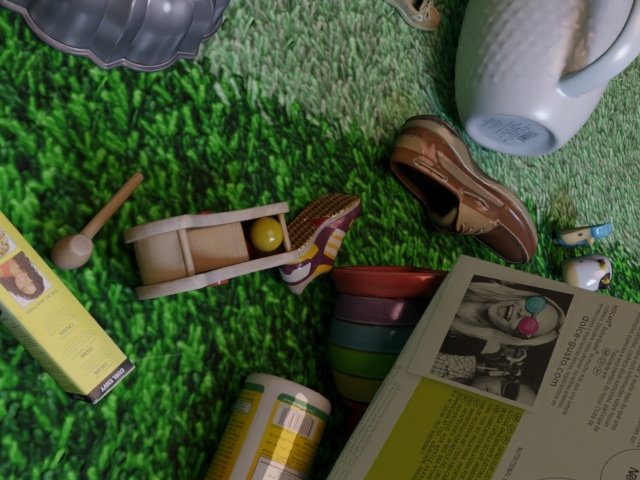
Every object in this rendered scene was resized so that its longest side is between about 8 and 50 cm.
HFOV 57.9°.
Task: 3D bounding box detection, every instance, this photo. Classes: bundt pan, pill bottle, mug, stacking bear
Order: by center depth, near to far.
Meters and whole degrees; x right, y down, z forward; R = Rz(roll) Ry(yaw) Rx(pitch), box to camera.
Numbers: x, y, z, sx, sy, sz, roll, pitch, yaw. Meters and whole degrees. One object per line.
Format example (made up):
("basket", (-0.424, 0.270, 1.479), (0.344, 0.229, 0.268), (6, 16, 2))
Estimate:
("bundt pan", (-0.232, -0.377, 0.685), (0.331, 0.124, 0.330), (6, 79, -36))
("pill bottle", (-0.073, 0.276, 0.695), (0.118, 0.118, 0.208), (34, 64, -27))
("stacking bear", (0.092, 0.183, 0.813), (0.165, 0.175, 0.288), (1, 91, -17))
("mug", (0.397, -0.334, 0.983), (0.276, 0.374, 0.327), (22, 79, -20))

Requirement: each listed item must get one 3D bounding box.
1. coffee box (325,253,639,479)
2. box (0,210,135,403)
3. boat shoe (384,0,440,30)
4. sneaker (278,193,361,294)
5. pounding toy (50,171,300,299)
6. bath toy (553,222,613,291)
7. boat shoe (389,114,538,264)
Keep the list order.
("coffee box", (0.269, 0.279, 0.668), (0.338, 0.335, 0.337), (-54, 136, -20))
("box", (-0.296, 0.063, 0.590), (0.058, 0.087, 0.232), (-46, 108, -34))
("boat shoe", (0.163, -0.427, 1.025), (0.153, 0.048, 0.056), (28, 67, -29))
("sneaker", (0.000, 0.000, 0.834), (0.185, 0.070, 0.083), (-40, 132, -40))
("pounding toy", (-0.155, -0.020, 0.662), (0.270, 0.154, 0.154), (-13, 90, -37))
("bath toy", (0.574, 0.140, 1.182), (0.152, 0.129, 0.347), (-14, 92, -37))
("boat shoe", (0.233, -0.063, 0.984), (0.324, 0.123, 0.119), (43, 65, -14))
